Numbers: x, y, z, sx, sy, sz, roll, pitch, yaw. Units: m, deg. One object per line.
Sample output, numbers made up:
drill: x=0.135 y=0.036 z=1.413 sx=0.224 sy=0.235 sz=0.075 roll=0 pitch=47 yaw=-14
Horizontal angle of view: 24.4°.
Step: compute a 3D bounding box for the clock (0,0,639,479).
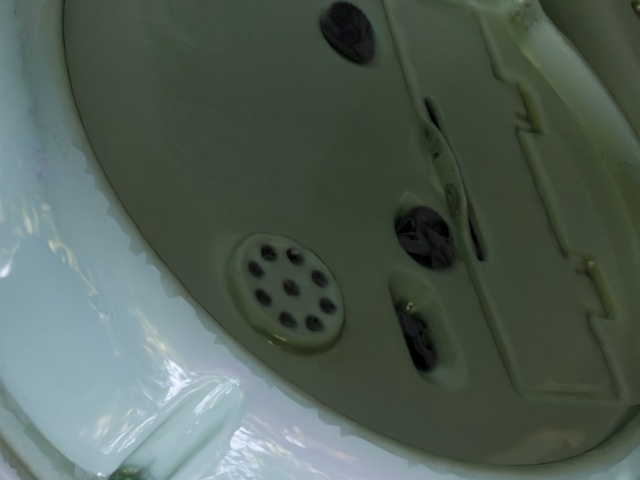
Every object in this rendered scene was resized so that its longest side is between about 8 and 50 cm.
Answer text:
clock: x=0.000 y=0.000 z=0.437 sx=0.324 sy=0.108 sz=0.265 roll=7 pitch=-126 yaw=-36
